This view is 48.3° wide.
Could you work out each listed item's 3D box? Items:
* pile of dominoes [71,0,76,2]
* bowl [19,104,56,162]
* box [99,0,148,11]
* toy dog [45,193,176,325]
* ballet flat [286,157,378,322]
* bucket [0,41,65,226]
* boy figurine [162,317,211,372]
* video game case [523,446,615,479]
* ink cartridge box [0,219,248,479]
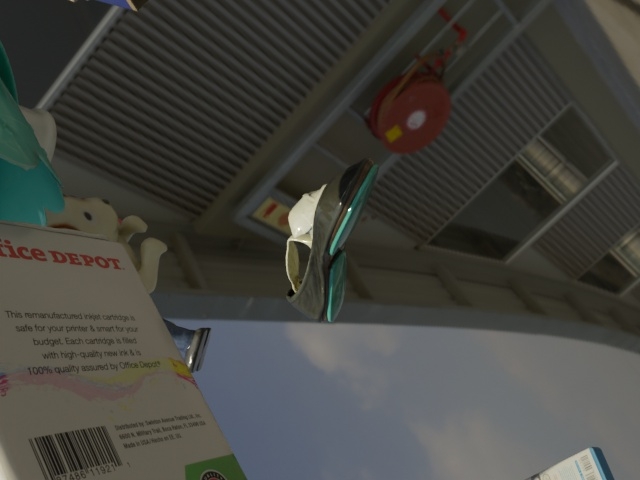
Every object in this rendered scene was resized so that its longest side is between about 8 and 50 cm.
[{"bbox_3d":[-0.376,-0.550,1.327,0.251,0.196,0.040,4,173,23],"label":"pile of dominoes"},{"bbox_3d":[-0.653,-0.154,1.362,0.134,0.298,0.298,34,-162,-45],"label":"bowl"},{"bbox_3d":[-0.315,-0.437,1.141,0.225,0.136,0.036,27,160,37],"label":"box"},{"bbox_3d":[-0.562,0.067,1.697,0.285,0.395,0.408,-123,23,-46],"label":"toy dog"},{"bbox_3d":[0.000,0.000,0.973,0.096,0.281,0.095,23,-143,13],"label":"ballet flat"},{"bbox_3d":[-0.356,-0.067,0.547,0.183,0.281,0.281,62,-162,7],"label":"bucket"},{"bbox_3d":[-0.338,0.148,1.246,0.285,0.092,0.177,16,173,-1],"label":"boy figurine"},{"bbox_3d":[0.179,0.255,0.574,0.015,0.166,0.119,16,-135,-35],"label":"video game case"},{"bbox_3d":[-0.189,0.128,0.506,0.278,0.117,0.201,56,-162,22],"label":"ink cartridge box"}]
